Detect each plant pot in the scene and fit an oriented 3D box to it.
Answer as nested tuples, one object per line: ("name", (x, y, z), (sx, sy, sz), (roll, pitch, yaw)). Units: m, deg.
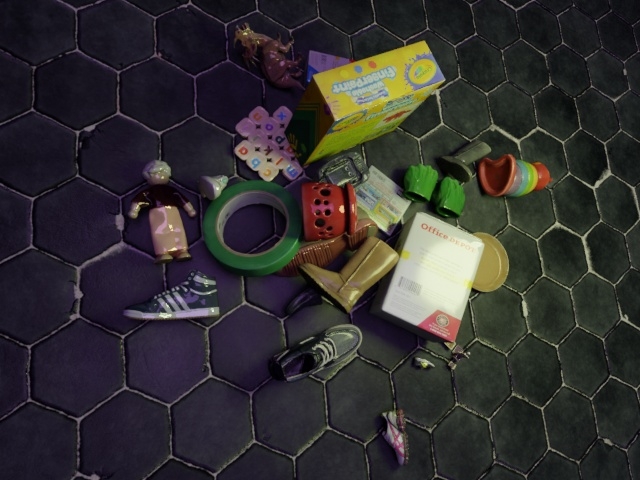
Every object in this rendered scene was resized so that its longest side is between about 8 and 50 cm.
("plant pot", (0.026, -0.093, 1.348), (0.174, 0.191, 0.191), (-2, 80, -3))
("plant pot", (0.642, 0.087, 1.678), (0.236, 0.032, 0.237), (3, 79, -16))

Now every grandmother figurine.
("grandmother figurine", (-0.511, -0.100, 1.353), (0.207, 0.104, 0.343), (-2, 76, -44))

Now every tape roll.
("tape roll", (-0.217, -0.043, 1.374), (0.321, 0.077, 0.321), (-1, 66, 1))

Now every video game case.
("video game case", (0.228, -0.152, 1.610), (0.212, 0.023, 0.193), (37, 72, -8))

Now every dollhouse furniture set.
("dollhouse furniture set", (0.486, 0.403, 1.545), (0.114, 0.081, 0.091), (45, 71, -4))

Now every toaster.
("toaster", (0.057, -0.212, 1.507), (0.227, 0.146, 0.129), (-32, 89, -20))

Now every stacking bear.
("stacking bear", (0.825, -0.263, 1.739), (0.288, 0.175, 0.164), (-4, 94, -25))

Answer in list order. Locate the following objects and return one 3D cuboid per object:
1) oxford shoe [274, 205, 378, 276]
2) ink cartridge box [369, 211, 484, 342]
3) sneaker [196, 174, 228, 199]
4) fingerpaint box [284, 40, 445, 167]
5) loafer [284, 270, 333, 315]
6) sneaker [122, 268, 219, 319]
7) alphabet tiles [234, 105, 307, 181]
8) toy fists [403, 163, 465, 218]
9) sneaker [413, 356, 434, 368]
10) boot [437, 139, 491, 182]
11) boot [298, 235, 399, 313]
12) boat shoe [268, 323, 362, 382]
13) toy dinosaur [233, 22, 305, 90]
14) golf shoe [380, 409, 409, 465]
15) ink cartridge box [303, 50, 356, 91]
("oxford shoe", (0.000, 0.000, 1.481), (0.396, 0.141, 0.147), (-23, 54, -14))
("ink cartridge box", (0.384, 0.135, 1.514), (0.279, 0.160, 0.385), (25, 74, -2))
("sneaker", (-0.338, -0.183, 1.354), (0.094, 0.212, 0.080), (-24, 107, -20))
("fingerpaint box", (0.134, -0.462, 1.450), (0.444, 0.371, 0.163), (-26, 87, -21))
("loafer", (-0.023, 0.191, 1.442), (0.223, 0.076, 0.078), (-35, 81, -23))
("sneaker", (-0.459, 0.168, 1.308), (0.282, 0.099, 0.153), (1, 84, -23))
("alphabet tiles", (-0.165, -0.354, 1.537), (0.284, 0.021, 0.278), (42, 69, -5))
("toy fists", (0.445, -0.197, 1.640), (0.279, 0.096, 0.142), (23, 73, -14))
("sneaker", (0.376, 0.452, 1.534), (0.083, 0.031, 0.035), (24, 87, -6))
("boot", (0.605, -0.324, 1.695), (0.208, 0.076, 0.190), (-20, 48, -21))
("boot", (0.093, 0.082, 1.412), (0.236, 0.089, 0.269), (41, 68, 9))
("boat shoe", (0.005, 0.372, 1.371), (0.340, 0.158, 0.127), (-22, 86, -19))
("toy dinosaur", (-0.181, -0.653, 1.544), (0.200, 0.127, 0.296), (-34, 102, -12))
("golf shoe", (0.257, 0.675, 1.443), (0.085, 0.067, 0.186), (-10, 86, 14))
("ink cartridge box", (0.055, -0.632, 1.624), (0.230, 0.078, 0.134), (7, 78, -15))
